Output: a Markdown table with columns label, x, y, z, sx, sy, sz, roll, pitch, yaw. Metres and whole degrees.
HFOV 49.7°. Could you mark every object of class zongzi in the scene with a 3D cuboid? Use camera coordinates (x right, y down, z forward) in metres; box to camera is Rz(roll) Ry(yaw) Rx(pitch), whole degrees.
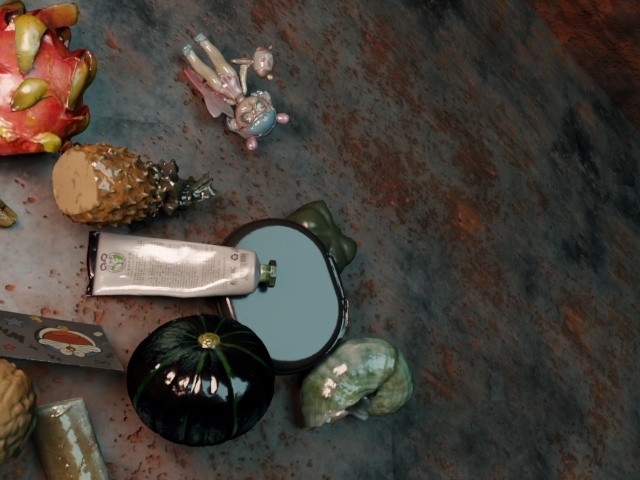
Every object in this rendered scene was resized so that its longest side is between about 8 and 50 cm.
| label | x | y | z | sx | sy | sz | roll | pitch | yaw |
| --- | --- | --- | --- | --- | --- | --- | --- | --- | --- |
| zongzi | -0.545 | -0.035 | 1.119 | 0.076 | 0.040 | 0.083 | 50 | 61 | -21 |

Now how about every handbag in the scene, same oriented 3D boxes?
| label | x | y | z | sx | sy | sz | roll | pitch | yaw |
| --- | --- | --- | --- | --- | --- | --- | --- | --- | --- |
| handbag | -0.079 | 0.107 | 1.355 | 0.254 | 0.093 | 0.307 | -16 | 83 | -18 |

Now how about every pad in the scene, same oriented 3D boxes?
| label | x | y | z | sx | sy | sz | roll | pitch | yaw |
| --- | --- | --- | --- | --- | --- | --- | --- | --- | --- |
| pad | -0.438 | 0.148 | 1.065 | 0.246 | 0.170 | 0.006 | 16 | 101 | -34 |

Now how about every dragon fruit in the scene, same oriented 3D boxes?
| label | x | y | z | sx | sy | sz | roll | pitch | yaw |
| --- | --- | --- | --- | --- | --- | --- | --- | --- | --- |
| dragon fruit | -0.493 | -0.266 | 1.146 | 0.228 | 0.243 | 0.307 | 12 | 25 | -12 |

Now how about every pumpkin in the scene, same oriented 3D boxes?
| label | x | y | z | sx | sy | sz | roll | pitch | yaw |
| --- | --- | --- | --- | --- | --- | --- | --- | --- | --- |
| pumpkin | -0.206 | 0.259 | 1.183 | 0.248 | 0.248 | 0.247 | 15 | 65 | -34 |

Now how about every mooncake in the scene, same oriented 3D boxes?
| label | x | y | z | sx | sy | sz | roll | pitch | yaw |
| --- | --- | --- | --- | --- | --- | --- | --- | --- | --- |
| mooncake | 0.000 | 0.000 | 1.504 | 0.175 | 0.104 | 0.168 | 26 | 52 | -34 |

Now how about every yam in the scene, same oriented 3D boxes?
| label | x | y | z | sx | sy | sz | roll | pitch | yaw |
| --- | --- | --- | --- | --- | --- | --- | --- | --- | --- |
| yam | -0.373 | 0.371 | 1.067 | 0.093 | 0.093 | 0.259 | -17 | 86 | -42 |

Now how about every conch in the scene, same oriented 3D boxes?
| label | x | y | z | sx | sy | sz | roll | pitch | yaw |
| --- | --- | --- | --- | --- | --- | --- | --- | --- | --- |
| conch | 0.084 | 0.291 | 1.419 | 0.195 | 0.220 | 0.277 | 39 | 24 | 9 |

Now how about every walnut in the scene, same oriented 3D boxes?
| label | x | y | z | sx | sy | sz | roll | pitch | yaw |
| --- | --- | --- | --- | --- | --- | --- | --- | --- | --- |
| walnut | -0.474 | 0.243 | 0.935 | 0.178 | 0.230 | 0.178 | 0 | 89 | -15 |

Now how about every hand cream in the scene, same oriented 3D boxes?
| label | x | y | z | sx | sy | sz | roll | pitch | yaw |
| --- | --- | --- | --- | --- | --- | --- | --- | --- | --- |
| hand cream | -0.248 | 0.050 | 1.242 | 0.336 | 0.076 | 0.121 | 4 | 65 | -10 |

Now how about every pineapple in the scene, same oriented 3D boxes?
| label | x | y | z | sx | sy | sz | roll | pitch | yaw |
| --- | --- | --- | --- | --- | --- | --- | --- | --- | --- |
| pineapple | -0.319 | -0.086 | 1.224 | 0.141 | 0.170 | 0.310 | 52 | 24 | 21 |

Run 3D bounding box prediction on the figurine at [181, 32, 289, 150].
| label | x | y | z | sx | sy | sz | roll | pitch | yaw |
| --- | --- | --- | --- | --- | --- | --- | --- | --- | --- |
| figurine | -0.175 | -0.335 | 1.476 | 0.205 | 0.103 | 0.260 | -44 | 99 | -14 |

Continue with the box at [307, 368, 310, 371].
| label | x | y | z | sx | sy | sz | roll | pitch | yaw |
| --- | --- | --- | --- | --- | --- | --- | --- | --- | --- |
| box | 0.000 | 0.253 | 1.465 | 0.046 | 0.012 | 0.083 | 54 | 49 | -11 |
